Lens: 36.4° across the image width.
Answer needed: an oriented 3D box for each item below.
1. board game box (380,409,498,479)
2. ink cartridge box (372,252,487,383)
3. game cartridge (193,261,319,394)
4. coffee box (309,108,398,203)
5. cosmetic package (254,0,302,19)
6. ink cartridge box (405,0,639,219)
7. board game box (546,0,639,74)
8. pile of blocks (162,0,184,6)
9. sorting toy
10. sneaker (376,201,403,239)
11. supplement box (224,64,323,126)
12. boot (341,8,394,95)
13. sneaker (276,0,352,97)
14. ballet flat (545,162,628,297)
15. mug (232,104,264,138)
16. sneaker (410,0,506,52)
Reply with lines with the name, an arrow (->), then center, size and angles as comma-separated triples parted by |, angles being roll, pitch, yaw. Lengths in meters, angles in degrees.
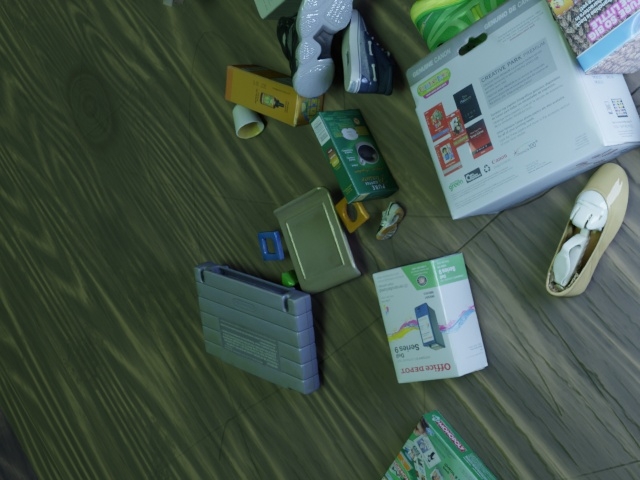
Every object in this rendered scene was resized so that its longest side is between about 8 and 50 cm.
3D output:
board game box -> 0.257, 0.503, 1.806 | 0.317, 0.046, 0.213 | 49, 130, 29
ink cartridge box -> 0.198, 0.143, 1.763 | 0.154, 0.093, 0.212 | -15, 89, 47
game cartridge -> -0.142, 0.189, 2.144 | 0.355, 0.068, 0.230 | 15, 122, 45
coffee box -> 0.062, -0.160, 1.835 | 0.040, 0.113, 0.184 | -40, 70, 43
cosmetic package -> -0.038, -0.534, 1.889 | 0.231, 0.085, 0.117 | -31, 75, 47
ink cartridge box -> 0.312, -0.215, 1.539 | 0.309, 0.130, 0.272 | -27, 77, 46
board game box -> 0.428, -0.417, 1.363 | 0.232, 0.141, 0.291 | -37, 71, 45
pile of blocks -> -0.232, -0.650, 2.042 | 0.149, 0.112, 0.362 | -84, 14, -55
sorting toy -> 0.000, 0.000, 1.984 | 0.347, 0.047, 0.196 | -25, 86, 49
sneaker -> 0.129, -0.038, 1.852 | 0.083, 0.032, 0.037 | -57, 44, 32
supplement box -> -0.097, -0.302, 2.006 | 0.233, 0.080, 0.078 | 28, 119, 43
boot -> 0.089, -0.346, 1.810 | 0.069, 0.086, 0.190 | 117, 156, -58
sneaker -> -0.021, -0.417, 1.843 | 0.153, 0.101, 0.269 | -117, 31, -44
ballet flat -> 0.412, -0.008, 1.514 | 0.080, 0.073, 0.232 | 33, 121, 38
mug -> -0.165, -0.259, 2.101 | 0.078, 0.062, 0.064 | -40, 61, 37
sneaker -> 0.281, -0.369, 1.579 | 0.295, 0.109, 0.124 | -4, 112, 49
